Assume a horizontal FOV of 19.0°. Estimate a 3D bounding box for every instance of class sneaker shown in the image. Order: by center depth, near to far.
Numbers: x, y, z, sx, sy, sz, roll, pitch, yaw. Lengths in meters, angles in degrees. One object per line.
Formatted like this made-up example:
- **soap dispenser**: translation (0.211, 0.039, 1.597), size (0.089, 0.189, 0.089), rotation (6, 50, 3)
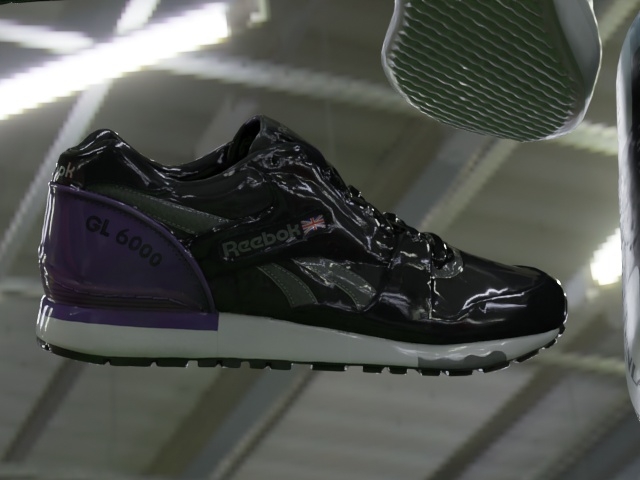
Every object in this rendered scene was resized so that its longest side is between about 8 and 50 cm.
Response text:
- **sneaker**: translation (0.000, 0.000, 0.982), size (0.283, 0.124, 0.107), rotation (2, 7, -18)
- **sneaker**: translation (0.111, -0.181, 1.101), size (0.135, 0.150, 0.366), rotation (17, -20, 11)

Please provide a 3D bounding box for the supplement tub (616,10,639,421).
- **supplement tub**: translation (0.269, 0.003, 1.054), size (0.207, 0.338, 0.207), rotation (4, -46, 4)

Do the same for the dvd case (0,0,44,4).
- **dvd case**: translation (-0.149, -0.189, 0.713), size (0.165, 0.221, 0.018), rotation (-5, -18, -1)
